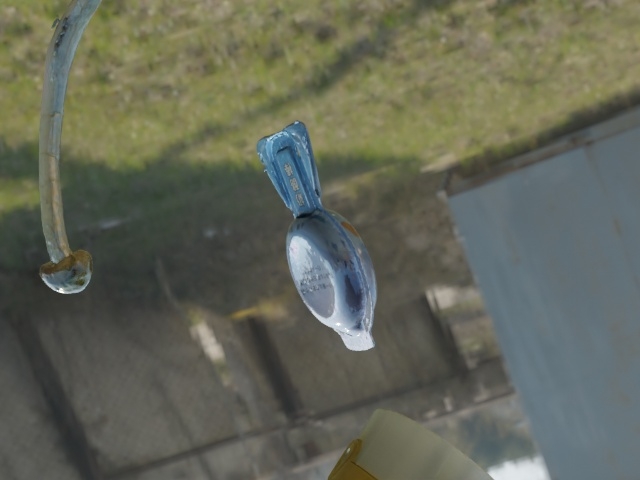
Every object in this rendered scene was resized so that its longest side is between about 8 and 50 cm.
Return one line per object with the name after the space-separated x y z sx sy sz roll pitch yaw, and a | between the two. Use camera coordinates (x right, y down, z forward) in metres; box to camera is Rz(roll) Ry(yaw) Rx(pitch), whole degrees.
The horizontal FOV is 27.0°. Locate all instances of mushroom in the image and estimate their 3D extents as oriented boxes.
-0.192 -0.111 1.039 0.068 0.306 0.043 9 -172 14 | mushroom

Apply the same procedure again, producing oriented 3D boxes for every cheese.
0.000 0.000 1.377 0.052 0.245 0.135 -22 -177 -29 | cheese

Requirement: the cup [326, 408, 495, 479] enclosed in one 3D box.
0.060 0.295 1.206 0.226 0.185 0.241 -49 167 -17 | cup
